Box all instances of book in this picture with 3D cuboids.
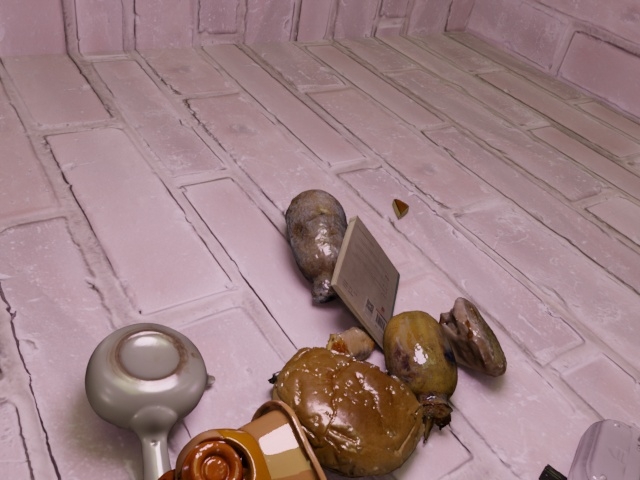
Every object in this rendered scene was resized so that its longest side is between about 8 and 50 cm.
[{"bbox_3d":[0.113,0.091,1.341,0.215,0.025,0.283,53,29,-19],"label":"book"}]

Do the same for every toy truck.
[{"bbox_3d":[-0.117,0.393,0.832,0.211,0.204,0.288,-1,58,-35],"label":"toy truck"}]

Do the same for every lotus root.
[{"bbox_3d":[0.208,0.262,1.169,0.153,0.154,0.278,5,44,-9],"label":"lotus root"},{"bbox_3d":[0.002,-0.001,1.429,0.174,0.175,0.350,0,45,-16],"label":"lotus root"}]

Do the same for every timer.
[{"bbox_3d":[0.588,0.454,1.048,0.237,0.087,0.262,31,34,21],"label":"timer"}]

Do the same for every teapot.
[{"bbox_3d":[-0.309,0.289,0.983,0.219,0.149,0.318,16,36,-6],"label":"teapot"}]

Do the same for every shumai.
[{"bbox_3d":[0.319,0.224,1.267,0.201,0.120,0.201,49,19,-23],"label":"shumai"}]

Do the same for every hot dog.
[{"bbox_3d":[0.055,0.231,1.229,0.168,0.061,0.078,-3,68,-51],"label":"hot dog"}]

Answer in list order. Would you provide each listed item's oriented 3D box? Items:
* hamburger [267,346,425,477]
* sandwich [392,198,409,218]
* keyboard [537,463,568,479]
[{"bbox_3d":[0.028,0.324,1.047,0.308,0.133,0.211,25,37,14],"label":"hamburger"},{"bbox_3d":[0.245,-0.095,1.727,0.043,0.031,0.083,-2,41,-11],"label":"sandwich"},{"bbox_3d":[0.491,0.495,1.048,0.195,0.018,0.060,34,49,26],"label":"keyboard"}]
